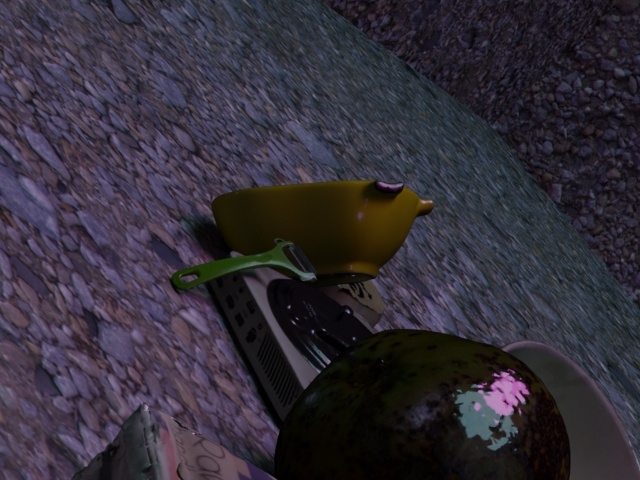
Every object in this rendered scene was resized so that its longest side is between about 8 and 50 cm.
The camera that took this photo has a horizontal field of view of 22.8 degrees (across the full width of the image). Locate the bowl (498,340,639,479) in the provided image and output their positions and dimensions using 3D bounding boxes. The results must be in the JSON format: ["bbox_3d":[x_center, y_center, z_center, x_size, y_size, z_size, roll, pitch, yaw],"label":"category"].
[{"bbox_3d":[0.219,0.274,1.745,0.307,0.163,0.307,32,45,-38],"label":"bowl"}]

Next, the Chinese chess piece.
[{"bbox_3d":[0.022,0.062,2.098,0.144,0.058,0.144,42,16,-15],"label":"Chinese chess piece"}]

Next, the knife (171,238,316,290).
[{"bbox_3d":[-0.089,0.029,1.778,0.166,0.023,0.078,-8,37,-27],"label":"knife"}]

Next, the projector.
[{"bbox_3d":[0.014,0.140,1.823,0.259,0.079,0.257,28,22,-43],"label":"projector"}]

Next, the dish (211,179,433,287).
[{"bbox_3d":[0.000,0.000,1.950,0.221,0.262,0.108,20,66,-69],"label":"dish"}]

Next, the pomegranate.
[{"bbox_3d":[0.107,0.255,1.495,0.285,0.285,0.341,-106,174,-62],"label":"pomegranate"}]

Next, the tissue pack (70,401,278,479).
[{"bbox_3d":[-0.030,0.295,1.197,0.343,0.125,0.242,35,19,-28],"label":"tissue pack"}]
